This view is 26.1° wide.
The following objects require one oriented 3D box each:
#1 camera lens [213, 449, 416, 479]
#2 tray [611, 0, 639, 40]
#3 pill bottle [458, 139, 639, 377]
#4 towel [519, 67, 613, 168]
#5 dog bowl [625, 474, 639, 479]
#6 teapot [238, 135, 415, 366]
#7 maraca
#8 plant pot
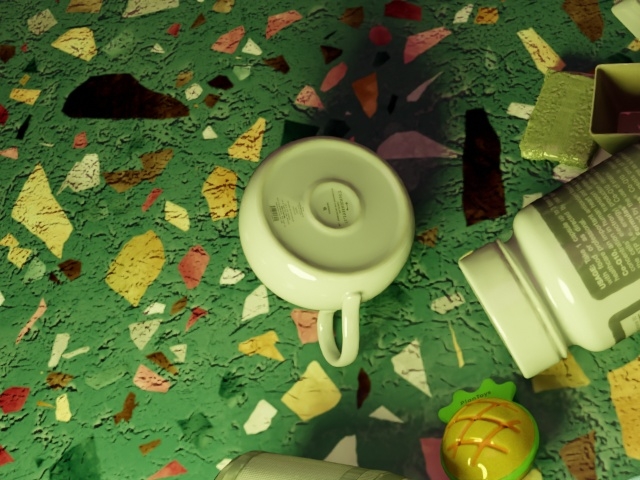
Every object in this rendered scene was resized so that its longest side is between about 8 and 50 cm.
[{"bbox_3d":[0.000,0.373,1.643,0.274,0.219,0.219,5,66,23],"label":"camera lens"},{"bbox_3d":[0.553,-0.362,1.921,0.270,0.030,0.145,-35,58,1],"label":"tray"},{"bbox_3d":[0.366,0.008,1.699,0.361,0.204,0.204,-30,58,3],"label":"pill bottle"},{"bbox_3d":[0.344,-0.170,1.904,0.110,0.027,0.148,12,68,25],"label":"towel"},{"bbox_3d":[0.357,0.398,1.580,0.166,0.074,0.297,25,75,30],"label":"dog bowl"},{"bbox_3d":[0.000,0.000,1.864,0.252,0.187,0.256,33,60,4],"label":"teapot"},{"bbox_3d":[0.205,0.239,1.710,0.127,0.099,0.186,-21,33,8],"label":"maraca"},{"bbox_3d":[0.422,-0.163,1.829,0.109,0.096,0.109,1,64,22],"label":"plant pot"}]
